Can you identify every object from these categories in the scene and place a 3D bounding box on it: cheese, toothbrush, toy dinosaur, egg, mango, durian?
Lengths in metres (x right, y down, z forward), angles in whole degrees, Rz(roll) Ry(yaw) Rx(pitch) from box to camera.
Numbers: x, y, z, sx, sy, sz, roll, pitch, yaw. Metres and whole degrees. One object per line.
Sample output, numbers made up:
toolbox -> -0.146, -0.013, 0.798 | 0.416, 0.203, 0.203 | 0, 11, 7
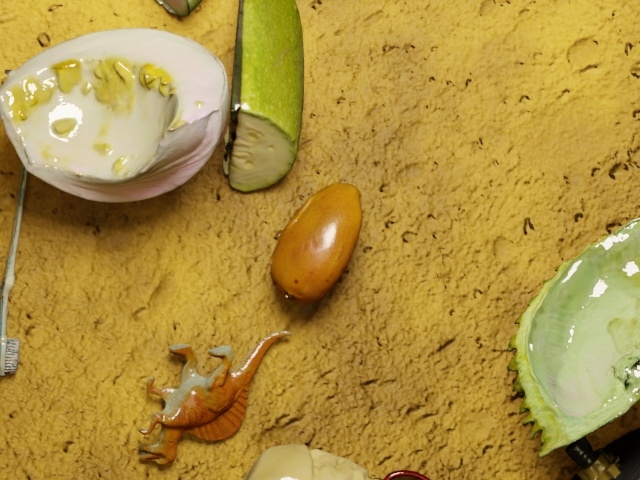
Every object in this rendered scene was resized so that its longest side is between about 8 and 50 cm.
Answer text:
cheese -> -0.020, 0.367, 1.555 | 0.214, 0.117, 0.226 | 22, 96, -6
toothbrush -> -0.376, 0.022, 1.572 | 0.028, 0.026, 0.294 | 3, 92, -20
toy dinosaur -> -0.130, 0.195, 1.572 | 0.212, 0.057, 0.142 | -9, 103, -1
egg -> -0.220, -0.132, 1.496 | 0.271, 0.206, 0.162 | 8, 131, 14
mango -> -0.004, 0.000, 1.546 | 0.084, 0.105, 0.159 | 21, 86, -21
durian -> 0.360, 0.082, 1.514 | 0.394, 0.198, 0.163 | -44, 91, -2

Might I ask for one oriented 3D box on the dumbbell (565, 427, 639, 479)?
dumbbell -> 0.433, 0.379, 1.532 | 0.185, 0.185, 0.388 | -43, 93, 0

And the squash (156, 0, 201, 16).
squash -> -0.143, -0.345, 1.550 | 0.132, 0.105, 0.105 | -38, 92, -19

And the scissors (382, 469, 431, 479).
scissors -> 0.199, 0.353, 1.606 | 0.247, 0.017, 0.144 | -3, 91, -4

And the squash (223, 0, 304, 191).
squash -> -0.066, -0.210, 1.581 | 0.093, 0.169, 0.252 | 4, 58, -5
